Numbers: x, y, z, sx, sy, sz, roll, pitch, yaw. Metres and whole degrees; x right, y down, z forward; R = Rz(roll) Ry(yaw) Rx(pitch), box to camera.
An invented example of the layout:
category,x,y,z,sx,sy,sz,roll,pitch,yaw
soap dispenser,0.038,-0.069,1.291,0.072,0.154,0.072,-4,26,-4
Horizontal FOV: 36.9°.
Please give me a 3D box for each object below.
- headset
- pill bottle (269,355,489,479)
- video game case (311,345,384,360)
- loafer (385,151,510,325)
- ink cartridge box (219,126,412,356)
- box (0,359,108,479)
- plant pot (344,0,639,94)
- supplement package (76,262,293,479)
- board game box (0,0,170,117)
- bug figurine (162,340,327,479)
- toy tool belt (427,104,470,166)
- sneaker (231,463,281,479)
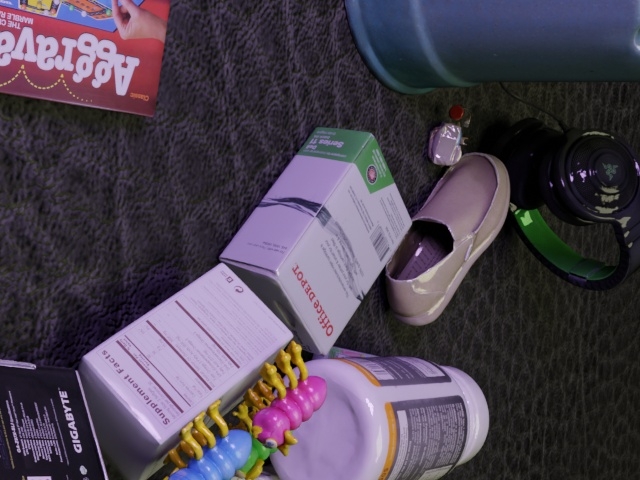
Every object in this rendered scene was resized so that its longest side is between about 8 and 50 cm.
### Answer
category,x,y,z,sx,sy,sz,roll,pitch,yaw
headset,0.357,-0.116,1.370,0.185,0.243,0.394,-36,119,-20
pill bottle,0.078,0.217,1.135,0.278,0.162,0.162,8,94,-53
video game case,0.027,0.247,1.236,0.193,0.023,0.212,21,84,-53
loafer,0.169,-0.015,1.275,0.268,0.102,0.092,-61,147,-18
ink cartridge box,0.000,0.000,1.070,0.208,0.087,0.153,-55,138,-28
box,-0.245,0.234,0.663,0.257,0.079,0.322,17,44,-55
plant pot,0.256,-0.321,1.100,0.341,0.334,0.341,-20,117,-47
supplement package,-0.131,0.123,0.891,0.179,0.105,0.105,-36,166,-41
board game box,-0.233,-0.186,0.759,0.281,0.027,0.145,1,101,-53
bug figurine,-0.087,0.207,0.894,0.216,0.072,0.279,-39,169,-32
toy tool belt,0.173,-0.140,1.294,0.051,0.052,0.083,-22,126,-83
sneaker,-0.090,0.282,1.059,0.212,0.080,0.094,-29,111,-43
